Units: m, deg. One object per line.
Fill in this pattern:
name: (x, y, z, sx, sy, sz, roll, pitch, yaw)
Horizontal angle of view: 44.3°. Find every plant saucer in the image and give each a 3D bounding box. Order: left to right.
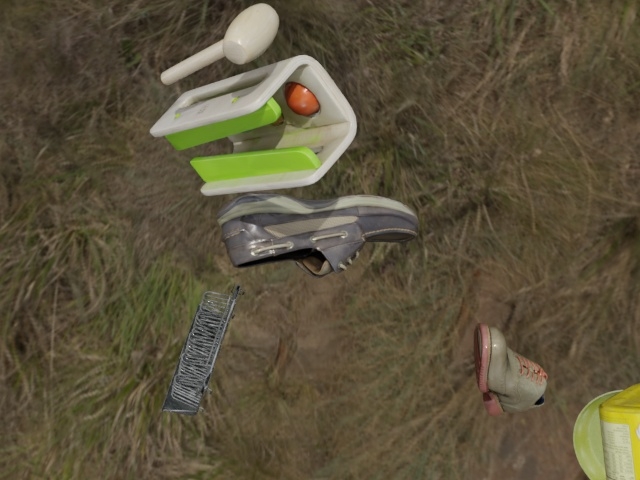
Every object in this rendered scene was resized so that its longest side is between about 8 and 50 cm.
plant saucer: (0.582, 0.373, 1.420, 0.240, 0.037, 0.241, 11, 112, 31)

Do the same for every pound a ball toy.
pound a ball toy: (-0.095, -0.181, 0.992, 0.208, 0.319, 0.136, 51, 61, -25)

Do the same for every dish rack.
dish rack: (-0.200, 0.185, 1.348, 0.074, 0.271, 0.208, 18, 66, -7)

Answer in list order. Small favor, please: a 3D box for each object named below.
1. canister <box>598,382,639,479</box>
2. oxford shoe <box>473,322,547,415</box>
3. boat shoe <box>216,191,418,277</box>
canister: (0.330, 0.236, 0.775, 0.073, 0.126, 0.170, -6, 92, 44)
oxford shoe: (0.370, 0.245, 1.526, 0.130, 0.123, 0.348, -5, 152, 16)
boat shoe: (0.000, 0.000, 1.322, 0.355, 0.132, 0.130, 0, 76, -20)
